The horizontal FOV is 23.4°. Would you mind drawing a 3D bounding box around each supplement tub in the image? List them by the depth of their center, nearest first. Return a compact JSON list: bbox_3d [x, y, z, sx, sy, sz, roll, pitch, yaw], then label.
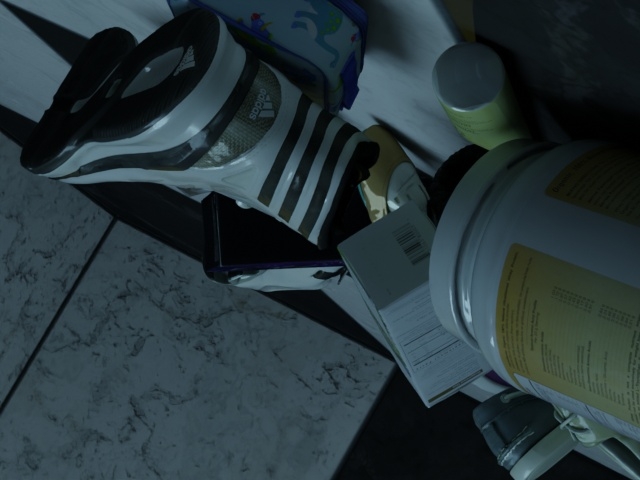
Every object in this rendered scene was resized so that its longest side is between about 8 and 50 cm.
[{"bbox_3d":[0.268,0.046,1.267,0.316,0.228,0.228,23,170,42],"label":"supplement tub"}]

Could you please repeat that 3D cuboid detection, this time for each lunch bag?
[{"bbox_3d":[-0.041,-0.190,1.409,0.176,0.090,0.219,30,172,7],"label":"lunch bag"}]

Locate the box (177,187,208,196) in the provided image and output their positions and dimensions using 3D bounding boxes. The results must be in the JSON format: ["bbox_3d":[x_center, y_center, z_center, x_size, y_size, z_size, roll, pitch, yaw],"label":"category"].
[{"bbox_3d":[-0.127,-0.139,1.810,0.231,0.056,0.183,-11,141,41],"label":"box"}]

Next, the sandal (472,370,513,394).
[{"bbox_3d":[0.216,0.100,2.234,0.102,0.169,0.416,-25,138,29],"label":"sandal"}]

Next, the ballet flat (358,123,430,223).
[{"bbox_3d":[0.097,-0.026,1.754,0.073,0.080,0.232,14,131,36],"label":"ballet flat"}]

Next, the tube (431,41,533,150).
[{"bbox_3d":[0.147,-0.109,1.367,0.240,0.062,0.070,39,-151,-73],"label":"tube"}]

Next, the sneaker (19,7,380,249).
[{"bbox_3d":[-0.112,-0.073,1.455,0.257,0.169,0.447,34,167,-23],"label":"sneaker"}]

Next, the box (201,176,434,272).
[{"bbox_3d":[-0.007,-0.017,1.898,0.261,0.103,0.184,-3,180,-9],"label":"box"}]

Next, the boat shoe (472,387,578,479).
[{"bbox_3d":[0.292,0.141,1.686,0.099,0.319,0.116,44,146,17],"label":"boat shoe"}]

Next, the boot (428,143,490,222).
[{"bbox_3d":[0.189,0.001,1.633,0.260,0.131,0.348,32,168,-33],"label":"boot"}]

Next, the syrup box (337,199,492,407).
[{"bbox_3d":[0.104,0.070,1.591,0.093,0.096,0.237,58,179,34],"label":"syrup box"}]

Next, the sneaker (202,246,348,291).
[{"bbox_3d":[0.000,0.000,2.149,0.330,0.122,0.146,-15,153,41],"label":"sneaker"}]

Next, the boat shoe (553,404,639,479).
[{"bbox_3d":[0.285,0.163,1.546,0.302,0.094,0.109,34,167,-13],"label":"boat shoe"}]
